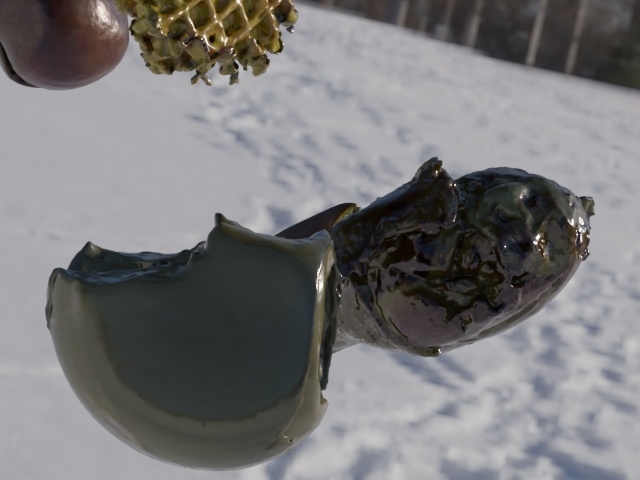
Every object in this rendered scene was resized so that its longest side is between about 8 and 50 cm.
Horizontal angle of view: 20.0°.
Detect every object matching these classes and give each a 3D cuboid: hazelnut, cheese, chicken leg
[{"bbox_3d":[-0.314,-0.269,2.109,0.178,0.178,0.204,9,10,-36],"label":"hazelnut"},{"bbox_3d":[-0.086,0.064,1.219,0.202,0.175,0.091,10,-4,-7],"label":"cheese"},{"bbox_3d":[0.048,0.041,1.496,0.361,0.140,0.211,-21,-25,23],"label":"chicken leg"}]

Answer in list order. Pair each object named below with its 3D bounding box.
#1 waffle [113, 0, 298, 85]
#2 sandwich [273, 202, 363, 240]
[{"bbox_3d":[-0.093,-0.222,1.449,0.070,0.197,0.193,3,5,41],"label":"waffle"},{"bbox_3d":[0.000,0.000,1.525,0.083,0.044,0.031,-25,-47,20],"label":"sandwich"}]
